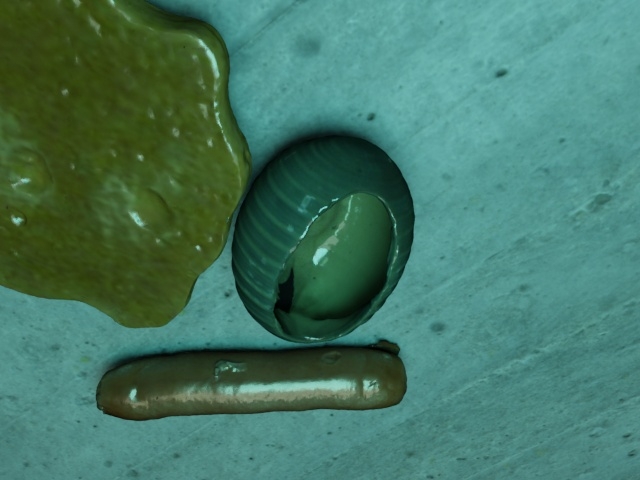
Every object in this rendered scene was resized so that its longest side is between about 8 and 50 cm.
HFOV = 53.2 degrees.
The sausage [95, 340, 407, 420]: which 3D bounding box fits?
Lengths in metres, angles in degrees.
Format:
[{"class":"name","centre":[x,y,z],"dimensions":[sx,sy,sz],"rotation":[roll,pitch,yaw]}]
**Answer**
[{"class":"sausage","centre":[-0.092,0.194,0.874],"dimensions":[0.419,0.094,0.094],"rotation":[-2,111,-2]}]

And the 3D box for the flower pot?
[{"class":"flower pot","centre":[0.000,0.000,0.697],"dimensions":[0.189,0.157,0.243],"rotation":[14,125,-20]}]

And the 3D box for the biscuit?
[{"class":"biscuit","centre":[-0.255,-0.094,0.654],"dimensions":[0.365,0.062,0.385],"rotation":[21,122,-3]}]
